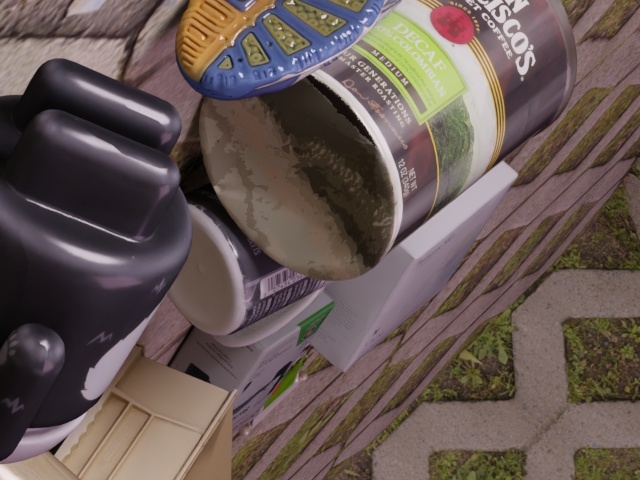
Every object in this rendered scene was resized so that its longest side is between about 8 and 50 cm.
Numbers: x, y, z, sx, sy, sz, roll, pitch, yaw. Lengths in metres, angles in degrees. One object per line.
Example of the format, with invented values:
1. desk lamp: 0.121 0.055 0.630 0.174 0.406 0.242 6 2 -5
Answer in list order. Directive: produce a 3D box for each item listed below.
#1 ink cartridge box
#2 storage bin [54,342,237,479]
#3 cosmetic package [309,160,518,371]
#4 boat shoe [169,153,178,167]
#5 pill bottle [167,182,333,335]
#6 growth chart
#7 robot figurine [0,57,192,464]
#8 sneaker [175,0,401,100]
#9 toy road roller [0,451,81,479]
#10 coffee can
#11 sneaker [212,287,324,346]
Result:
1. ink cartridge box: -0.096 0.136 2.140 0.153 0.087 0.208 -32 161 -52
2. storage bin: -0.193 0.295 1.908 0.262 0.123 0.260 95 22 -45
3. cosmetic package: 0.082 -0.003 2.222 0.224 0.138 0.225 -37 163 -43
4. boat shoe: -0.203 0.048 1.426 0.307 0.104 0.111 -44 168 -18
5. pill bottle: -0.022 -0.017 1.718 0.245 0.130 0.130 -27 158 -36
6. growth chart: -0.046 0.182 2.635 0.172 0.021 0.237 -43 168 -28
7. robot figurine: -0.187 0.021 1.225 0.209 0.173 0.278 -26 154 -55
8. sneaker: 0.004 -0.179 1.434 0.296 0.112 0.131 -41 167 -29
9. toy road roller: -0.304 0.265 1.564 0.329 0.202 0.240 -47 -178 19
10. coffee can: 0.060 -0.117 1.608 0.275 0.201 0.201 -38 165 -40
11. sneaker: 0.001 0.000 2.001 0.296 0.104 0.147 -53 163 -1
